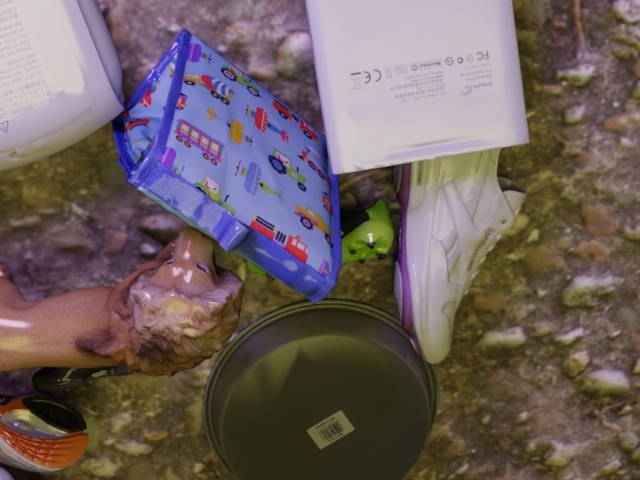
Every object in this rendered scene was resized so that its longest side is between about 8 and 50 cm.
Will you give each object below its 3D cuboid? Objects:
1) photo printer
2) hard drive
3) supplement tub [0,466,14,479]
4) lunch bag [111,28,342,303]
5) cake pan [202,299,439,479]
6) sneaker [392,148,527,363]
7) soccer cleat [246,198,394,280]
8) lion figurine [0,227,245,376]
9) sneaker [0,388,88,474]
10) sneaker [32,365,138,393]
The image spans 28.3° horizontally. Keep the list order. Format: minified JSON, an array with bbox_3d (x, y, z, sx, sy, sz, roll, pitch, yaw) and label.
[{"bbox_3d":[-0.349,-0.217,1.267,0.256,0.107,0.308,-19,116,1],"label":"photo printer"},{"bbox_3d":[0.091,-0.242,1.305,0.210,0.040,0.319,-9,99,-4],"label":"hard drive"},{"bbox_3d":[-0.483,0.330,1.405,0.331,0.241,0.241,25,109,-10],"label":"supplement tub"},{"bbox_3d":[-0.086,-0.061,1.270,0.221,0.293,0.138,36,105,-20],"label":"lunch bag"},{"bbox_3d":[0.005,0.213,1.538,0.293,0.054,0.293,-3,115,-7],"label":"cake pan"},{"bbox_3d":[0.157,0.003,1.429,0.152,0.114,0.305,-2,114,-5],"label":"sneaker"},{"bbox_3d":[0.000,0.000,1.442,0.178,0.072,0.060,-13,143,20],"label":"soccer cleat"},{"bbox_3d":[-0.249,0.083,1.299,0.392,0.240,0.142,-15,100,14],"label":"lion figurine"},{"bbox_3d":[-0.397,0.202,1.459,0.262,0.099,0.121,30,148,-1],"label":"sneaker"},{"bbox_3d":[-0.256,0.115,1.463,0.170,0.051,0.089,-13,113,-5],"label":"sneaker"}]
